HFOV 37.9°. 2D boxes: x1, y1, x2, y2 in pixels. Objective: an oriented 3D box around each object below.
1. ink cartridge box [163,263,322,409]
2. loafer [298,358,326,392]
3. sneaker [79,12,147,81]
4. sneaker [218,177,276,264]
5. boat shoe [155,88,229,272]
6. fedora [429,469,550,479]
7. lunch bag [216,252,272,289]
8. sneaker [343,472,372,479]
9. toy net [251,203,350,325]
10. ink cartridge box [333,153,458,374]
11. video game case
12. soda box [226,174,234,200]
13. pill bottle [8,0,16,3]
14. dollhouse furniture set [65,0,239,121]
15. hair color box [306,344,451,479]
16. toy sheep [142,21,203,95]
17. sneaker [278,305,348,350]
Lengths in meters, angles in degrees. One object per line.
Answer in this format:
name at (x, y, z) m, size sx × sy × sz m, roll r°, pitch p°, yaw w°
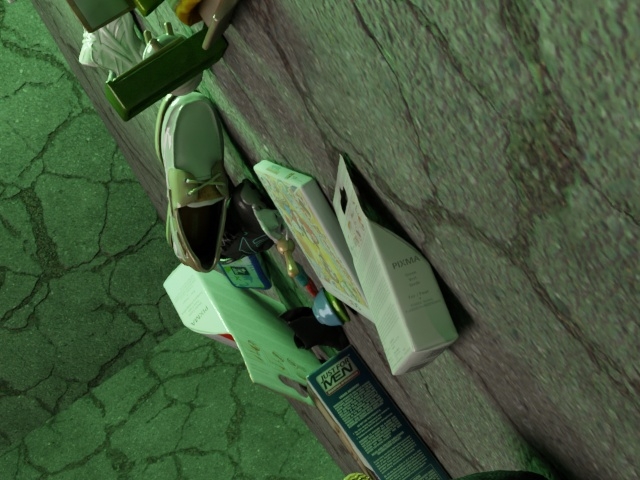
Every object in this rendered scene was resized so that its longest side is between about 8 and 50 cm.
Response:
ink cartridge box at (-0.126, 0.225, 1.891) m, size 0.308 × 0.091 × 0.385 m, roll 31°, pitch -163°, yaw -43°
loafer at (0.019, 0.336, 2.020) m, size 0.220 × 0.080 × 0.078 m, roll 41°, pitch 161°, yaw 53°
sneaker at (-0.372, -0.352, 1.599) m, size 0.090 × 0.115 × 0.232 m, roll 41°, pitch 162°, yaw 52°
sneaker at (-0.134, -0.018, 1.591) m, size 0.101 × 0.106 × 0.267 m, roll 56°, pitch 168°, yaw 14°
boat shoe at (-0.190, -0.090, 1.471) m, size 0.103 × 0.113 × 0.302 m, roll 46°, pitch 144°, yaw 48°
fedora at (0.195, 0.341, 1.011) m, size 0.334 × 0.334 × 0.153 m, roll 74°, pitch -167°, yaw -58°
lunch bag at (-0.168, 0.029, 1.914) m, size 0.151 × 0.096 × 0.129 m, roll 32°, pitch 159°, yaw 40°
sneaker at (0.099, 0.485, 1.595) m, size 0.185 × 0.069 × 0.084 m, roll 50°, pitch 161°, yaw 27°
toy net at (-0.028, 0.033, 1.466) m, size 0.232 × 0.045 × 0.122 m, roll 59°, pitch -173°, yaw -2°
ink cartridge box at (0.075, 0.027, 1.031) m, size 0.181 × 0.056 × 0.225 m, roll 99°, pitch 154°, yaw -74°
video game case at (0.000, 0.000, 1.277) m, size 0.227 × 0.026 × 0.206 m, roll 60°, pitch 168°, yaw -20°
soda box at (-0.210, -0.123, 1.722) m, size 0.053 × 0.060 × 0.169 m, roll 41°, pitch 161°, yaw 56°
pill bottle at (-0.362, -0.399, 1.255) m, size 0.108 × 0.180 × 0.108 m, roll 53°, pitch 169°, yaw 15°
dollhouse furniture set at (-0.211, -0.276, 1.044) m, size 0.198 × 0.151 × 0.301 m, roll 57°, pitch 169°, yaw -5°
hair color box at (0.113, 0.368, 1.658) m, size 0.347 × 0.105 × 0.174 m, roll 53°, pitch 168°, yaw 16°
toy sheep at (-0.206, -0.247, 1.286) m, size 0.091 × 0.091 × 0.132 m, roll 51°, pitch -174°, yaw 23°
sneaker at (-0.010, 0.159, 1.611) m, size 0.051 × 0.089 × 0.170 m, roll 48°, pitch 166°, yaw 36°
